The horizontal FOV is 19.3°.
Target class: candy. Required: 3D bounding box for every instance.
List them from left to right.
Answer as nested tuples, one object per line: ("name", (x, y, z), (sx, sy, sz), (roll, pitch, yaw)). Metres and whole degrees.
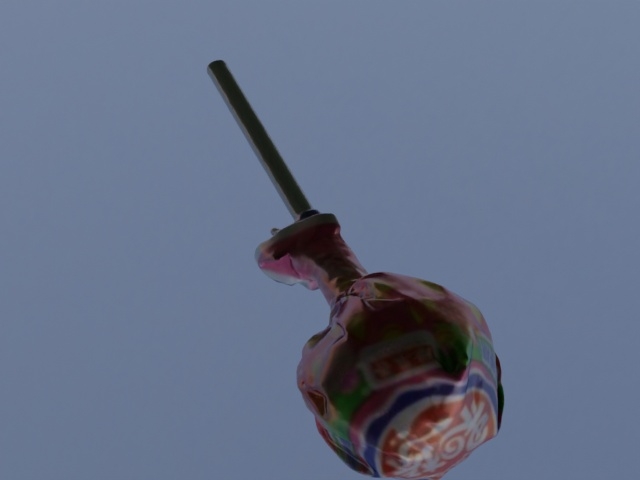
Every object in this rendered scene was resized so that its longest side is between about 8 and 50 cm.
("candy", (0.000, 0.000, 1.191), (0.124, 0.124, 0.365), (-13, -132, -22))
